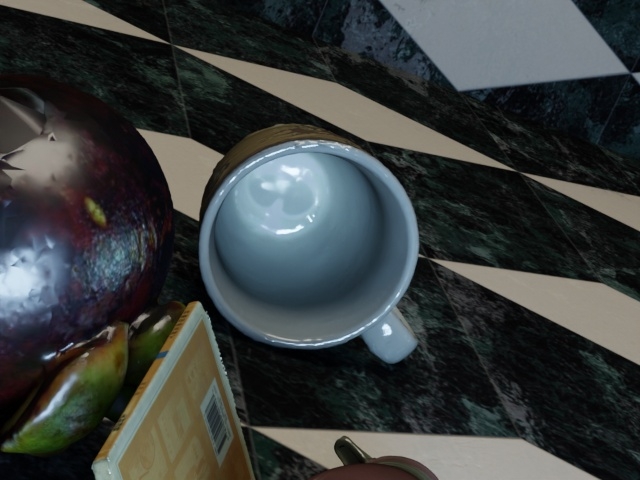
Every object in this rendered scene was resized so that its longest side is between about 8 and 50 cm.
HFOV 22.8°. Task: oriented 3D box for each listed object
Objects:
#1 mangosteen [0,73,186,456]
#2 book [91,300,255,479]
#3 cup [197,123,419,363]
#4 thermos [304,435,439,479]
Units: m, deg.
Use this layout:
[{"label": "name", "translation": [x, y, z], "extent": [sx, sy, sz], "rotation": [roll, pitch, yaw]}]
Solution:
[{"label": "mangosteen", "translation": [-0.243, 0.015, 1.242], "extent": [0.311, 0.311, 0.311], "rotation": [22, 18, -7]}, {"label": "book", "translation": [-0.098, 0.169, 1.138], "extent": [0.018, 0.170, 0.242], "rotation": [-10, 20, 15]}, {"label": "cup", "translation": [0.000, 0.000, 1.744], "extent": [0.301, 0.227, 0.257], "rotation": [50, 6, -17]}, {"label": "thermos", "translation": [0.019, 0.231, 1.194], "extent": [0.176, 0.146, 0.265], "rotation": [0, 5, 13]}]
